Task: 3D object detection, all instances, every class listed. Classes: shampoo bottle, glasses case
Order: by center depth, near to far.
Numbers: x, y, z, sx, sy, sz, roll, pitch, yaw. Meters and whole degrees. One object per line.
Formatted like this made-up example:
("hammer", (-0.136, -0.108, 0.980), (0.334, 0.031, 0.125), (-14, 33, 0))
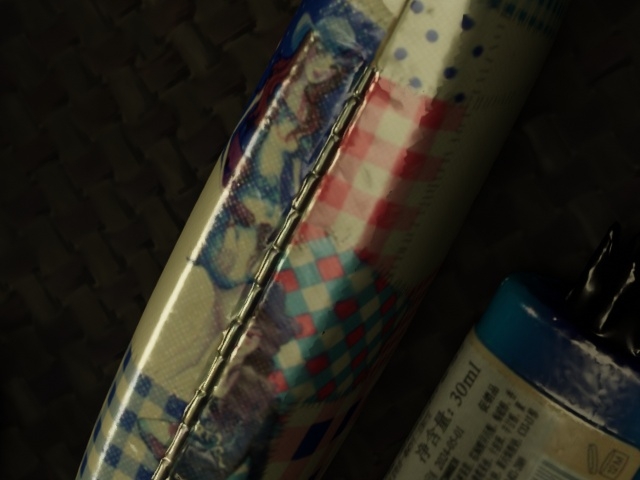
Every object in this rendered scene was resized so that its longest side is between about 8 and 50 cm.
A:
("glasses case", (0.000, 0.000, 0.638), (0.076, 0.125, 0.327), (30, 110, 8))
("shampoo bottle", (0.075, 0.079, 0.674), (0.087, 0.050, 0.183), (32, 111, 11))
